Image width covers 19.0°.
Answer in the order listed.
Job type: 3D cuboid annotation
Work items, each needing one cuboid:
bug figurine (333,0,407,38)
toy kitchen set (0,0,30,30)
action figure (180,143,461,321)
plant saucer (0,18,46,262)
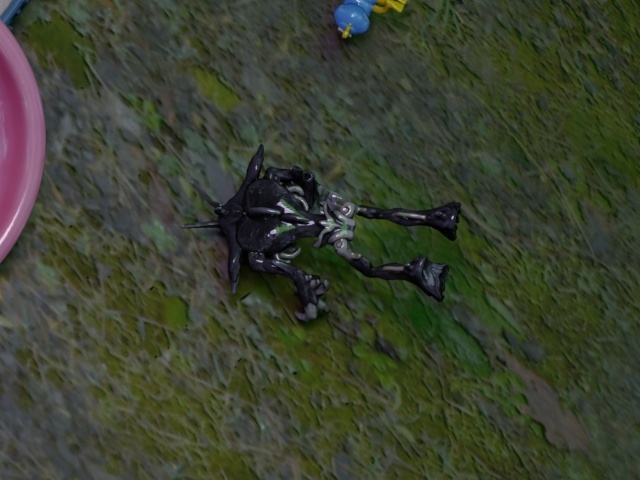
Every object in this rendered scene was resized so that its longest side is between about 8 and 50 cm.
[{"bbox_3d":[-0.020,-0.348,2.166,0.279,0.072,0.216,32,51,-4],"label":"bug figurine"},{"bbox_3d":[-0.320,-0.219,1.969,0.122,0.166,0.207,37,93,-5],"label":"toy kitchen set"},{"bbox_3d":[0.000,0.000,1.979,0.275,0.141,0.164,9,69,8],"label":"action figure"},{"bbox_3d":[-0.418,-0.090,1.774,0.332,0.084,0.332,-7,102,-36],"label":"plant saucer"}]
